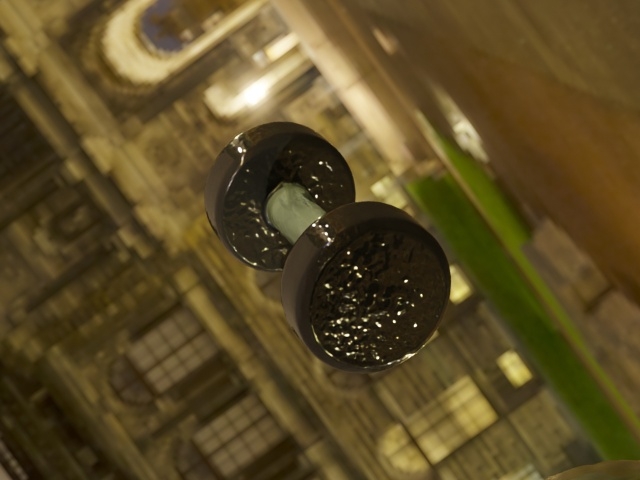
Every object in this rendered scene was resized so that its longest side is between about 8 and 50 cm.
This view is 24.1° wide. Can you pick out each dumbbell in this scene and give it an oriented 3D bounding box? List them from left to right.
[{"bbox_3d":[0.000,0.000,0.930,0.100,0.100,0.191,52,178,-31],"label":"dumbbell"}]

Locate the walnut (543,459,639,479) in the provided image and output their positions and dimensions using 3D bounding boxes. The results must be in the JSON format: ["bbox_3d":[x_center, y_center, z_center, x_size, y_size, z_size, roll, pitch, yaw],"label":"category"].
[{"bbox_3d":[0.158,0.213,0.557,0.282,0.253,0.277,35,170,-20],"label":"walnut"}]
